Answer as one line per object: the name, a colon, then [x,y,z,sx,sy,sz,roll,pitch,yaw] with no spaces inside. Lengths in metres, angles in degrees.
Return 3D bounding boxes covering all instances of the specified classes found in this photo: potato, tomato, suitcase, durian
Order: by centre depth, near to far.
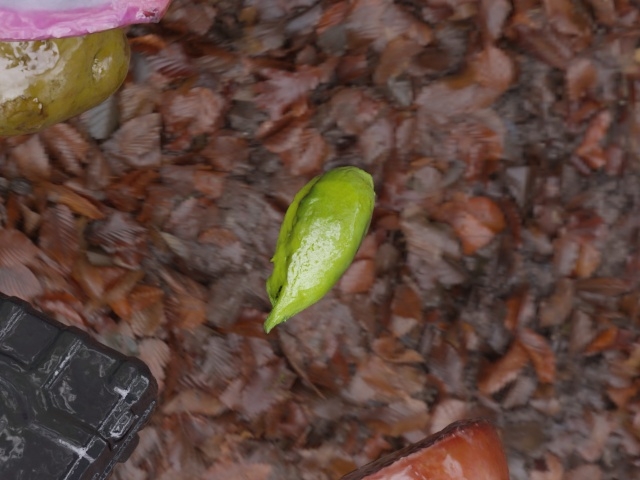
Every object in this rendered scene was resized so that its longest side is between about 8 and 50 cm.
tomato: [0.013,0.181,0.691,0.225,0.225,0.085,-23,83,-16]
suitcase: [-0.269,0.169,0.841,0.206,0.066,0.285,25,59,15]
potato: [-0.341,-0.165,0.967,0.369,0.176,0.196,-1,74,11]
durian: [0.000,0.000,1.489,0.101,0.139,0.250,22,54,5]

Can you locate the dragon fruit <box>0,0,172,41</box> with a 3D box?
dragon fruit: [-0.140,-0.216,0.472,0.290,0.189,0.291,-8,112,-19]
